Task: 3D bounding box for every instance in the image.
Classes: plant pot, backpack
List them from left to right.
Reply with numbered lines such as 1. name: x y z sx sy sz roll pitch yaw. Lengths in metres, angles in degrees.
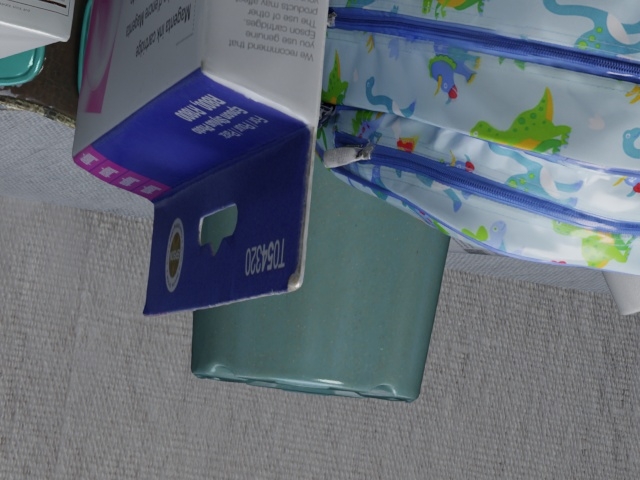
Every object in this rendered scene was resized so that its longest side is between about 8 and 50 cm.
1. plant pot: 0.000 0.000 1.881 0.341 0.334 0.341 7 173 1
2. backpack: 0.135 -0.106 1.126 0.290 0.273 0.355 14 170 -23

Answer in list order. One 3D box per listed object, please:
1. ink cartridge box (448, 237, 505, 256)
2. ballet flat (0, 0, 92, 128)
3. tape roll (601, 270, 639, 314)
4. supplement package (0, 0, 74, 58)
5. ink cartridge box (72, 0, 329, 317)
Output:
1. ink cartridge box: 0.146 -0.053 2.186 0.278 0.117 0.201 4 172 15
2. ballet flat: -0.212 -0.176 1.525 0.483 0.164 0.182 11 -165 10
3. tape roll: 0.434 -0.039 1.517 0.392 0.072 0.392 -23 175 -2
4. supplement package: -0.230 -0.210 0.933 0.149 0.203 0.194 11 172 -35
5. ink cartridge box: -0.069 -0.131 0.906 0.071 0.330 0.324 9 172 -17
